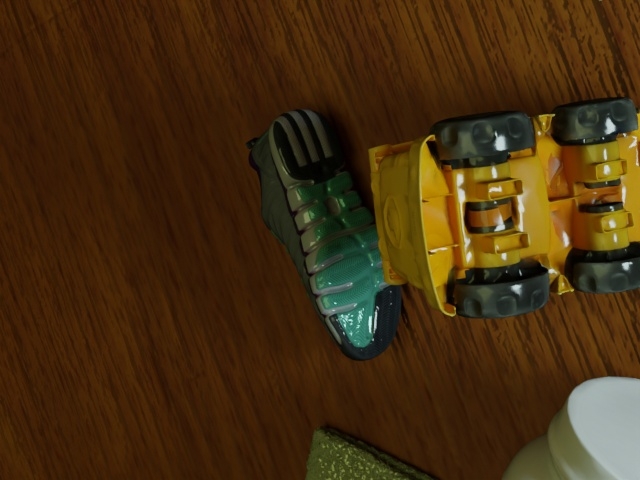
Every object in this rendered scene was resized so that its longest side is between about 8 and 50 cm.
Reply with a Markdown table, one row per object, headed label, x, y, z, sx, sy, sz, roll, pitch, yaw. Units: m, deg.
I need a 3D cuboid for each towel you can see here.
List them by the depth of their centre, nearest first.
| label | x | y | z | sx | sy | sz | roll | pitch | yaw |
| --- | --- | --- | --- | --- | --- | --- | --- | --- | --- |
| towel | 0.042 | 0.236 | 1.752 | 0.148 | 0.027 | 0.110 | 27 | 113 | 29 |

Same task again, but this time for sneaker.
| label | x | y | z | sx | sy | sz | roll | pitch | yaw |
| --- | --- | --- | --- | --- | --- | --- | --- | --- | --- |
| sneaker | 0.000 | 0.000 | 1.721 | 0.098 | 0.083 | 0.224 | -25 | 81 | 60 |

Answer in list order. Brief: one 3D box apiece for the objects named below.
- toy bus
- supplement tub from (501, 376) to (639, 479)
| label | x | y | z | sx | sy | sz | roll | pitch | yaw |
| --- | --- | --- | --- | --- | --- | --- | --- | --- | --- |
| toy bus | 0.144 | -0.030 | 1.550 | 0.211 | 0.220 | 0.149 | -172 | 73 | -69 |
| supplement tub | 0.215 | 0.285 | 1.510 | 0.228 | 0.228 | 0.316 | 35 | 118 | 26 |
